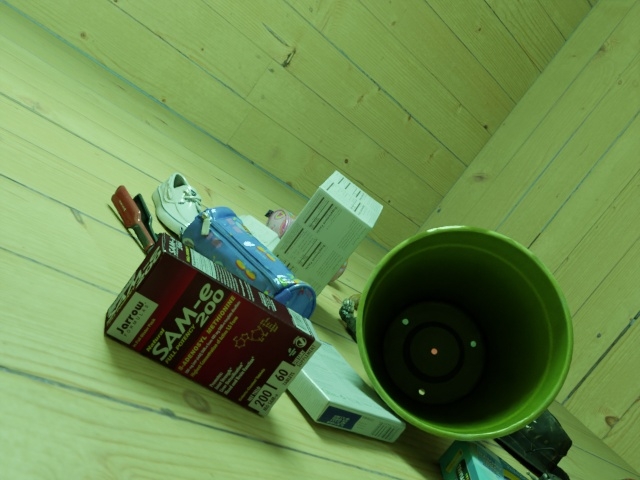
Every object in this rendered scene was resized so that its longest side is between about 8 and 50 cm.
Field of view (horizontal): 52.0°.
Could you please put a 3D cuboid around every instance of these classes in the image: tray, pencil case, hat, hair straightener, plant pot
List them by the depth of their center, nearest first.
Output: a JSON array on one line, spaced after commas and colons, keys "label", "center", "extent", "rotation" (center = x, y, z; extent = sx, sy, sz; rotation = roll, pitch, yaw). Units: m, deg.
[{"label": "hair straightener", "center": [-0.296, -0.016, 1.177], "extent": [0.230, 0.047, 0.089], "rotation": [43, 10, 39]}, {"label": "pencil case", "center": [-0.140, 0.048, 1.222], "extent": [0.306, 0.119, 0.133], "rotation": [42, -15, 35]}, {"label": "plant pot", "center": [0.248, 0.199, 1.278], "extent": [0.366, 0.366, 0.353], "rotation": [39, -12, 12]}, {"label": "tray", "center": [-0.173, -0.007, 1.614], "extent": [0.145, 0.030, 0.270], "rotation": [35, 16, 1]}, {"label": "hat", "center": [0.554, 0.490, 1.713], "extent": [0.331, 0.134, 0.331], "rotation": [36, 8, -6]}, {"label": "pencil case", "center": [-0.045, 0.016, 1.915], "extent": [0.284, 0.124, 0.124], "rotation": [31, 10, -36]}]

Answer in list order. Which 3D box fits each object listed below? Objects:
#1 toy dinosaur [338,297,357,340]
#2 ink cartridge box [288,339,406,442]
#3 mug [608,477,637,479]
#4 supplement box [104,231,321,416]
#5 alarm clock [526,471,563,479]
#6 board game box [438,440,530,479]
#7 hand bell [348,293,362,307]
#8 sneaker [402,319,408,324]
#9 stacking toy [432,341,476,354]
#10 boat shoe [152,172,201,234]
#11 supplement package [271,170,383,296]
[{"label": "toy dinosaur", "center": [0.126, 0.235, 1.572], "extent": [0.118, 0.064, 0.268], "rotation": [17, 18, -27]}, {"label": "ink cartridge box", "center": [0.008, 0.230, 1.084], "extent": [0.223, 0.045, 0.224], "rotation": [31, 8, -45]}, {"label": "mug", "center": [0.809, 0.696, 1.728], "extent": [0.169, 0.113, 0.150], "rotation": [25, 12, -44]}, {"label": "supplement box", "center": [-0.133, 0.110, 0.834], "extent": [0.239, 0.130, 0.073], "rotation": [33, 9, -22]}, {"label": "alarm clock", "center": [0.538, 0.572, 1.411], "extent": [0.192, 0.064, 0.129], "rotation": [40, 7, -6]}, {"label": "board game box", "center": [0.319, 0.457, 1.009], "extent": [0.254, 0.079, 0.336], "rotation": [37, 7, 1]}, {"label": "hand bell", "center": [0.142, 0.175, 1.968], "extent": [0.126, 0.126, 0.242], "rotation": [41, 21, 25]}, {"label": "sneaker", "center": [0.268, 0.248, 2.042], "extent": [0.064, 0.086, 0.192], "rotation": [34, 8, -23]}, {"label": "stacking toy", "center": [0.361, 0.282, 1.662], "extent": [0.130, 0.309, 0.279], "rotation": [67, 7, 33]}, {"label": "boat shoe", "center": [-0.300, -0.079, 1.410], "extent": [0.095, 0.084, 0.258], "rotation": [32, 9, -38]}, {"label": "supplement package", "center": [0.000, 0.000, 1.498], "extent": [0.145, 0.262, 0.204], "rotation": [38, 20, -1]}]
